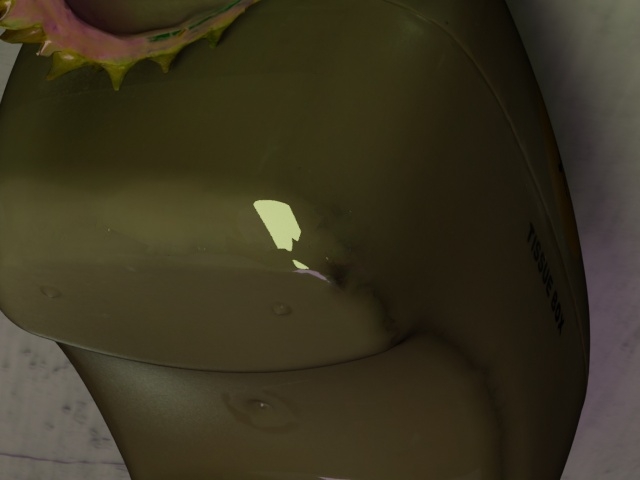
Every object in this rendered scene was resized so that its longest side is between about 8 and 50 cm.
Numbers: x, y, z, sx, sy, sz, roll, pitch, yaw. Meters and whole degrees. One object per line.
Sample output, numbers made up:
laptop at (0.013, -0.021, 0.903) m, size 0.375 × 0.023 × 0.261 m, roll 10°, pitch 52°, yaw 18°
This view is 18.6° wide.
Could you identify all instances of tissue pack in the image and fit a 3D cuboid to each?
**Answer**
tissue pack at (0.000, 0.000, 1.058) m, size 0.267 × 0.277 × 0.387 m, roll 0°, pitch 142°, yaw 22°

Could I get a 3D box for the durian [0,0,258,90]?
durian at (-0.057, -0.194, 0.851) m, size 0.186 × 0.154 × 0.260 m, roll 40°, pitch 100°, yaw -24°
